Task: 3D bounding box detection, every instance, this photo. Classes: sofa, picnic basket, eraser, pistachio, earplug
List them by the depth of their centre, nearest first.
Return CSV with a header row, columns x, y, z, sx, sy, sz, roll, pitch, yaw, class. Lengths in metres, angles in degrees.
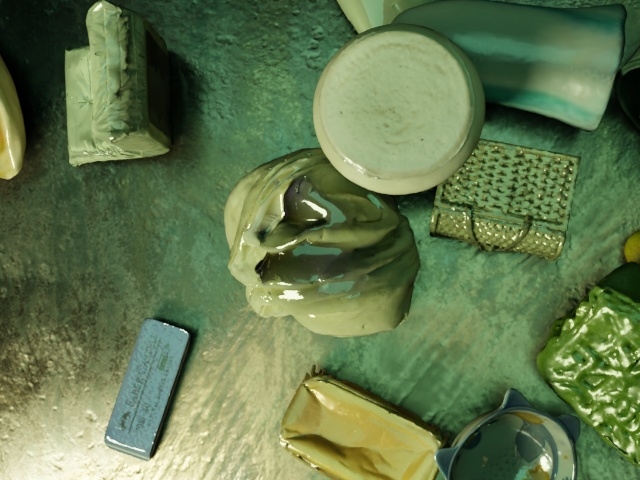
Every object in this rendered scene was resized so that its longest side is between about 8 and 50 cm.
x,y,z,sx,sy,sz,roll,pitch,yaw,class
0.257,-0.279,1.251,0.324,0.185,0.185,12,88,6,earplug
0.268,-0.056,1.269,0.196,0.134,0.154,12,85,7,picnic basket
-0.332,-0.230,1.303,0.176,0.225,0.210,-2,89,3,sofa
-0.591,-0.227,1.359,0.193,0.214,0.318,-26,91,-36,pistachio
-0.275,0.239,1.364,0.082,0.036,0.225,19,89,5,eraser

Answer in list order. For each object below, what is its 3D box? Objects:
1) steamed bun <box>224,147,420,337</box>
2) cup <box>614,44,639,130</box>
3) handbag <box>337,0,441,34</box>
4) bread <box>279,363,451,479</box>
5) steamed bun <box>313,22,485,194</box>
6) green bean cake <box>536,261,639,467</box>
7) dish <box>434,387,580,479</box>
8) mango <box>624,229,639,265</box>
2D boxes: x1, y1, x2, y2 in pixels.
x,y,z,sx,sy,sz,roll,pitch,yaw,class
0.000,0.000,1.263,0.320,0.206,0.275,20,88,4,steamed bun
0.665,-0.251,1.153,0.401,0.310,0.392,36,87,2,cup
0.137,-0.412,1.320,0.241,0.109,0.315,-34,87,5,handbag
0.063,0.298,1.286,0.241,0.107,0.136,24,87,7,bread
0.107,-0.176,1.182,0.232,0.145,0.231,0,88,5,steamed bun
0.445,0.173,1.206,0.248,0.125,0.222,43,131,18,green bean cake
0.262,0.319,1.257,0.236,0.086,0.228,-15,100,-14,dish
0.542,0.071,1.251,0.136,0.099,0.227,-39,75,10,mango
